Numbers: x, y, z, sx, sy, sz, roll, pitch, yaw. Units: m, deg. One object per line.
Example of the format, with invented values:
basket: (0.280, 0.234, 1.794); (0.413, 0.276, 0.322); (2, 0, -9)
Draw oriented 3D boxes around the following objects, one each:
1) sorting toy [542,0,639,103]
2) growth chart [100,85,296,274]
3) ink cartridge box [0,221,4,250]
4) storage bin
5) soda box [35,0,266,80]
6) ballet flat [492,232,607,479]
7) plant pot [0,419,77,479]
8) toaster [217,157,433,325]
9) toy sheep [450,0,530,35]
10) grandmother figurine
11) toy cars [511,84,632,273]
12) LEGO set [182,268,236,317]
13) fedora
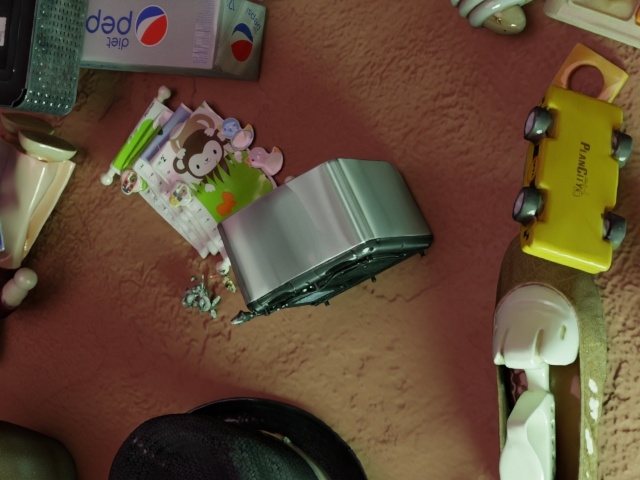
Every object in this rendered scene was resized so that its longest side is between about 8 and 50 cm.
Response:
sorting toy: (0.324, -0.276, 1.203); (0.196, 0.047, 0.347); (26, 101, 28)
growth chart: (-0.144, -0.077, 1.477); (0.237, 0.021, 0.172); (38, 107, 23)
ink cartridge box: (-0.537, -0.016, 1.561); (0.371, 0.069, 0.176); (-18, 74, 24)
storage bin: (-0.350, -0.242, 1.455); (0.122, 0.084, 0.180); (9, 93, 30)
soda box: (-0.210, -0.247, 1.478); (0.286, 0.098, 0.091); (8, 92, 30)
ballet flat: (0.210, 0.154, 1.206); (0.116, 0.124, 0.342); (0, 87, 29)
plant pot: (-0.406, 0.300, 1.490); (0.215, 0.230, 0.215); (-2, 86, 30)
toaster: (0.000, 0.000, 1.299); (0.168, 0.186, 0.110); (-30, 78, 26)
toy sheep: (0.169, -0.267, 1.271); (0.091, 0.091, 0.132); (-32, 78, 25)
grandmother figurine: (-0.412, 0.020, 1.589); (0.208, 0.104, 0.342); (44, 114, 53)
toy cars: (0.284, 0.038, 1.169); (0.393, 0.176, 0.087); (60, 154, 16)
LEGO set: (-0.136, 0.062, 1.457); (0.054, 0.023, 0.083); (46, 126, 10)
fedora: (-0.114, 0.286, 1.310); (0.334, 0.152, 0.334); (-14, 55, 20)
